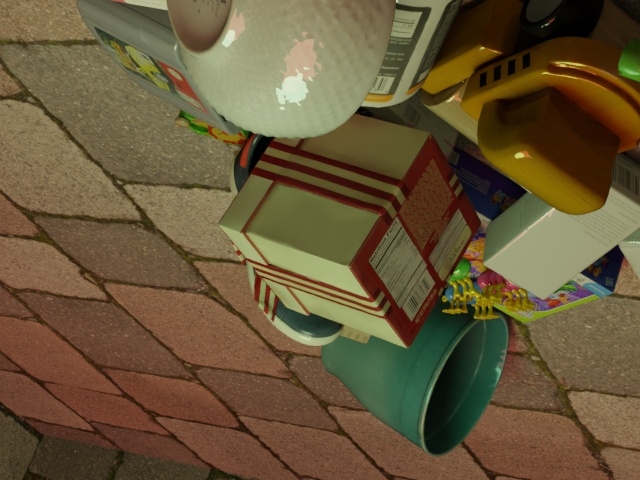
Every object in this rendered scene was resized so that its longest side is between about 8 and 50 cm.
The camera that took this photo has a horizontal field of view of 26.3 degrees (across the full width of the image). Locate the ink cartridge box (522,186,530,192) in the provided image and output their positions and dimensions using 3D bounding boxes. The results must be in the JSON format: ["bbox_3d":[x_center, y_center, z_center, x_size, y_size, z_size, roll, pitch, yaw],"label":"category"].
[{"bbox_3d":[0.313,-0.119,1.792,0.052,0.088,0.122,34,153,-32],"label":"ink cartridge box"}]

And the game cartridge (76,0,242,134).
[{"bbox_3d":[-0.221,-0.254,1.890,0.196,0.060,0.294,33,171,22],"label":"game cartridge"}]

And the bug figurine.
[{"bbox_3d":[0.188,0.061,2.039,0.279,0.072,0.216,14,166,-38],"label":"bug figurine"}]

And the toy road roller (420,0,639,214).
[{"bbox_3d":[0.247,-0.148,1.602,0.202,0.240,0.329,33,153,-24],"label":"toy road roller"}]

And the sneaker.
[{"bbox_3d":[-0.045,-0.017,2.037,0.131,0.350,0.148,-11,155,-26],"label":"sneaker"}]

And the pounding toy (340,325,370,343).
[{"bbox_3d":[0.050,0.034,2.227,0.094,0.181,0.206,19,-163,-18],"label":"pounding toy"}]

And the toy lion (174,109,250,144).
[{"bbox_3d":[-0.162,-0.176,2.126,0.100,0.034,0.096,4,158,33],"label":"toy lion"}]

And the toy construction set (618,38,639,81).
[{"bbox_3d":[0.284,-0.351,1.232,0.237,0.257,0.309,23,138,26],"label":"toy construction set"}]

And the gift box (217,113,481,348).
[{"bbox_3d":[0.034,-0.009,1.866,0.258,0.255,0.276,19,153,35],"label":"gift box"}]

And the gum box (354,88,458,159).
[{"bbox_3d":[0.089,-0.178,1.880,0.188,0.062,0.107,38,150,-32],"label":"gum box"}]

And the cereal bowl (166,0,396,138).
[{"bbox_3d":[-0.070,-0.277,1.460,0.141,0.339,0.339,-4,170,-33],"label":"cereal bowl"}]

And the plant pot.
[{"bbox_3d":[0.152,0.199,2.397,0.255,0.271,0.271,26,160,29],"label":"plant pot"}]

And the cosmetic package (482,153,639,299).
[{"bbox_3d":[0.339,-0.027,1.879,0.117,0.085,0.231,31,134,-19],"label":"cosmetic package"}]

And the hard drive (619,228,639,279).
[{"bbox_3d":[0.606,0.046,1.958,0.308,0.040,0.203,1,149,36],"label":"hard drive"}]

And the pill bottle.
[{"bbox_3d":[0.081,-0.288,1.529,0.162,0.162,0.278,22,146,-1],"label":"pill bottle"}]

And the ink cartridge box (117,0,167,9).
[{"bbox_3d":[-0.225,-0.389,1.597,0.159,0.092,0.218,12,135,18],"label":"ink cartridge box"}]

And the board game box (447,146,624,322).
[{"bbox_3d":[0.252,-0.005,2.086,0.347,0.078,0.233,29,154,-17],"label":"board game box"}]
